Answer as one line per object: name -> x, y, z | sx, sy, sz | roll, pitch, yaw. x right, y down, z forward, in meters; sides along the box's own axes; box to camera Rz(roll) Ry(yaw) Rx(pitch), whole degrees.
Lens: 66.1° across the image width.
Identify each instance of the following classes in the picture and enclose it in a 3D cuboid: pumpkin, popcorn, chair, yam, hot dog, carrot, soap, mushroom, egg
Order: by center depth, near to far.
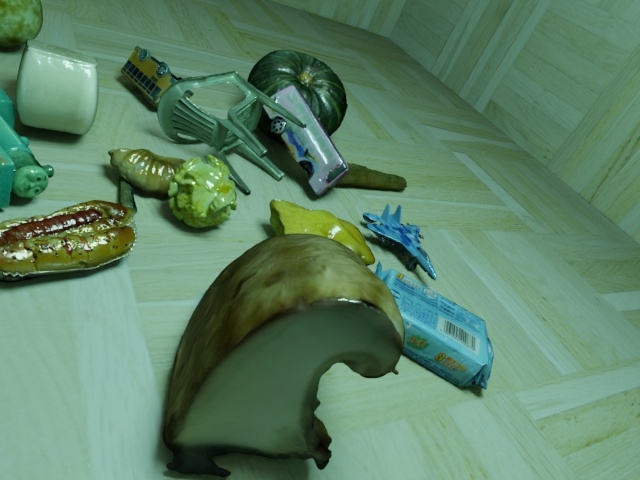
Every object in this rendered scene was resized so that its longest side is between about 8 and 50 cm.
mushroom -> -0.061, 0.082, 0.717 | 0.224, 0.314, 0.397 | 19, 28, -18
hot dog -> -0.408, -0.001, 0.772 | 0.131, 0.069, 0.252 | 44, 38, 23
yam -> -0.381, -0.092, 0.957 | 0.033, 0.027, 0.129 | -31, 46, -2
soap -> 0.213, 0.168, 0.966 | 0.293, 0.077, 0.156 | 30, 32, 4
popcorn -> -0.233, -0.093, 0.969 | 0.135, 0.141, 0.162 | -28, 28, -9
chair -> -0.212, -0.258, 1.148 | 0.274, 0.203, 0.190 | 40, 46, 11
egg -> -0.797, -0.586, 1.153 | 0.289, 0.238, 0.238 | 32, 31, -16
carrot -> 0.128, -0.181, 1.399 | 0.342, 0.070, 0.070 | 1, 41, -36
pumpkin -> -0.071, -0.406, 1.430 | 0.300, 0.207, 0.300 | 12, 54, -17

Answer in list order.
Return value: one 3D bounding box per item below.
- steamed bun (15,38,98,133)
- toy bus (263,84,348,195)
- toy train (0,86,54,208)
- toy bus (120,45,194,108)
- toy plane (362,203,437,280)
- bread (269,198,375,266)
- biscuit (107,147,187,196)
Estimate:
steamed bun -> -0.539, -0.309, 1.010 | 0.146, 0.164, 0.241 | 5, 20, -31
toy bus -> -0.037, -0.251, 1.244 | 0.274, 0.112, 0.090 | 58, 11, 3
toy train -> -0.592, -0.172, 0.840 | 0.298, 0.120, 0.194 | 43, 31, 22
toy bus -> -0.430, -0.416, 1.291 | 0.182, 0.103, 0.091 | 42, 7, 22
toy plane -> 0.205, 0.011, 1.180 | 0.169, 0.078, 0.246 | -1, 49, -35
bread -> 0.000, 0.000, 1.045 | 0.233, 0.088, 0.161 | 11, 41, -27
biscuit -> -0.333, -0.146, 1.012 | 0.183, 0.061, 0.118 | 10, 41, -46
